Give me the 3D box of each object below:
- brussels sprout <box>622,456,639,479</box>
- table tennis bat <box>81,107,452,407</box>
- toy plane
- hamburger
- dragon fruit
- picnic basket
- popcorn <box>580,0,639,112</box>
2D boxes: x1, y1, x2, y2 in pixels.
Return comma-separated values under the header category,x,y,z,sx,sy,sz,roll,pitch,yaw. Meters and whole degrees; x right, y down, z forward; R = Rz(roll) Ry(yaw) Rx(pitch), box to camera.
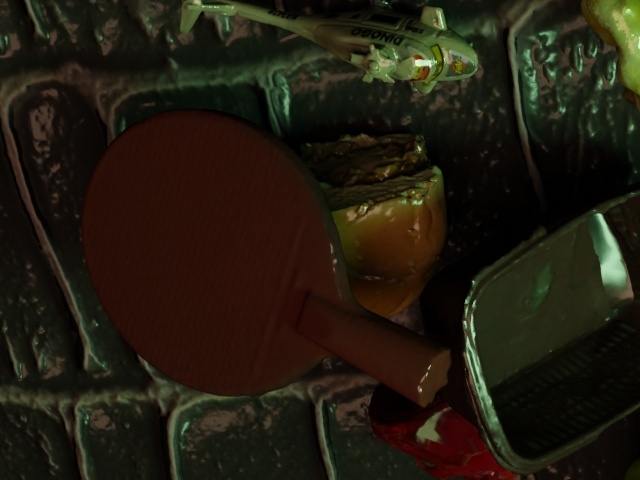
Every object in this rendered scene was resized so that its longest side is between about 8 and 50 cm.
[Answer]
category,x,y,z,sx,sy,sz,roll,pitch,yaw
brussels sprout,0.452,0.358,1.560,0.275,0.315,0.371,-6,111,-2
table tennis bat,-0.063,0.034,1.420,0.414,0.051,0.268,27,111,26
toy plane,0.010,-0.196,1.434,0.286,0.108,0.092,18,125,16
hamburger,0.000,0.000,1.522,0.245,0.155,0.282,24,123,-7
dragon fruit,0.161,0.179,1.605,0.261,0.189,0.163,-31,79,31
picnic basket,0.222,0.066,1.444,0.129,0.296,0.223,18,130,57
popcorn,0.330,-0.223,1.257,0.293,0.293,0.237,26,141,-4
